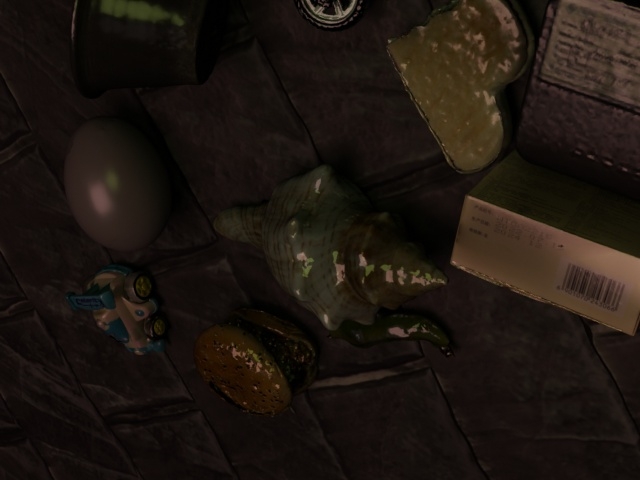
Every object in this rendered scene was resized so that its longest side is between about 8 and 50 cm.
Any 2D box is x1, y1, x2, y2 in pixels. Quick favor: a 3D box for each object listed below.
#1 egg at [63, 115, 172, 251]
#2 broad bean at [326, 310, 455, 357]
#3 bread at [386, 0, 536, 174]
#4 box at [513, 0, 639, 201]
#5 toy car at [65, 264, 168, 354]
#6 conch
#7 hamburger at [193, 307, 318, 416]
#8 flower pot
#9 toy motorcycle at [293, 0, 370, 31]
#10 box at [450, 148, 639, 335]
[{"bbox_3d":[-0.287,-0.079,1.535,0.146,0.146,0.199,1,112,34],"label":"egg"},{"bbox_3d":[0.089,0.121,1.472,0.195,0.046,0.061,7,119,30],"label":"broad bean"},{"bbox_3d":[0.153,-0.189,1.215,0.172,0.064,0.232,21,127,23],"label":"bread"},{"bbox_3d":[0.381,-0.127,1.103,0.350,0.058,0.211,24,127,21],"label":"box"},{"bbox_3d":[-0.323,0.124,1.723,0.126,0.098,0.161,-1,115,38],"label":"toy car"},{"bbox_3d":[-0.005,0.001,1.385,0.386,0.169,0.203,15,100,25],"label":"conch"},{"bbox_3d":[-0.093,0.188,1.595,0.177,0.113,0.185,-24,102,41],"label":"hamburger"},{"bbox_3d":[-0.198,-0.273,1.325,0.148,0.235,0.235,14,127,5],"label":"flower pot"},{"bbox_3d":[-0.039,-0.371,1.205,0.315,0.113,0.169,42,125,-8],"label":"toy motorcycle"},{"bbox_3d":[0.273,-0.008,1.176,0.212,0.168,0.095,22,125,22],"label":"box"}]
